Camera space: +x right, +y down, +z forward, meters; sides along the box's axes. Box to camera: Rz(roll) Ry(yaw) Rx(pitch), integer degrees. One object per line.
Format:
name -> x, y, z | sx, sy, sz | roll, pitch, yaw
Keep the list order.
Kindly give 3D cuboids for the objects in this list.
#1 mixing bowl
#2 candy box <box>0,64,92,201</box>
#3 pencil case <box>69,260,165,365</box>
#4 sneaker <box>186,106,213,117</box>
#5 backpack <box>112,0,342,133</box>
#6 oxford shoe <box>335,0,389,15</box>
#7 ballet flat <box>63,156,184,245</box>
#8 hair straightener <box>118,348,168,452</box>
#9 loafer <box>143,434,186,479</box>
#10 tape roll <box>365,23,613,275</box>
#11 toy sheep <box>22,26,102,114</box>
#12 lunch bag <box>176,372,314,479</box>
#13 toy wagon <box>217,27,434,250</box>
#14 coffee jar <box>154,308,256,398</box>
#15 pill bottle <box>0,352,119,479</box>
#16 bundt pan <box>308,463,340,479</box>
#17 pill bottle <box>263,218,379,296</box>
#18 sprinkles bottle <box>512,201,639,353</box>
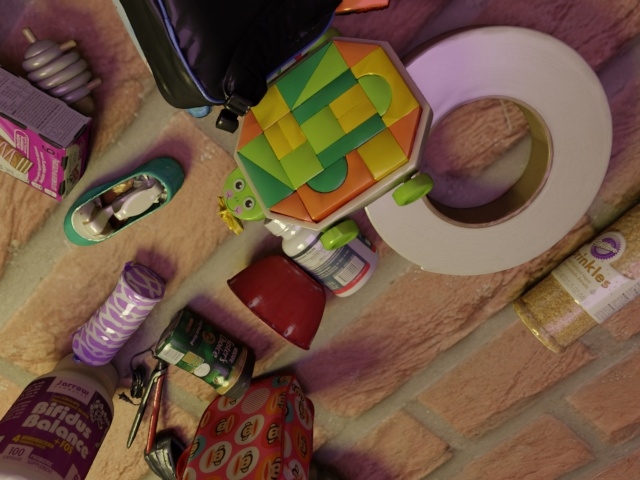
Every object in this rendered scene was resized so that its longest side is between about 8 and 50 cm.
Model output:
mixing bowl -> -0.057, 0.089, 0.823 | 0.181, 0.181, 0.098 | 41, 89, -18
candy box -> -0.458, -0.171, 0.694 | 0.233, 0.071, 0.159 | 31, 145, -13
pencil case -> -0.367, 0.136, 0.880 | 0.088, 0.086, 0.206 | 46, 107, 5
sneaker -> -0.200, -0.252, 0.695 | 0.063, 0.073, 0.162 | -13, 115, 5
backpack -> -0.112, -0.308, 0.580 | 0.263, 0.213, 0.277 | -37, 126, -26
oxford shoe -> 0.138, -0.366, 0.634 | 0.271, 0.097, 0.099 | -8, 110, 3
ballet flat -> -0.331, -0.053, 0.782 | 0.247, 0.087, 0.083 | -29, 113, 13
hair straightener -> -0.363, 0.316, 0.972 | 0.088, 0.047, 0.231 | 13, 108, -6
loafer -> -0.295, 0.513, 1.062 | 0.078, 0.076, 0.223 | -23, 111, 18
tape roll -> 0.245, -0.126, 0.763 | 0.391, 0.072, 0.393 | -1, 115, -1
toy sheep -> -0.372, -0.240, 0.694 | 0.091, 0.091, 0.132 | -22, 119, 10
lunch bag -> -0.148, 0.391, 0.887 | 0.258, 0.293, 0.120 | -22, 113, 14
toy wagon -> -0.017, -0.121, 0.688 | 0.344, 0.068, 0.267 | -33, 77, 14
coffee jar -> -0.207, 0.214, 0.908 | 0.184, 0.096, 0.079 | 38, 113, -18
pill bottle -> -0.468, 0.338, 0.851 | 0.169, 0.302, 0.170 | 0, 117, -1
bundt pan -> -0.060, 0.631, 1.097 | 0.330, 0.124, 0.331 | 0, 115, -1
pill bottle -> 0.000, 0.000, 0.800 | 0.180, 0.108, 0.108 | 41, 109, -18
sprinkles bottle -> 0.501, 0.040, 0.818 | 0.121, 0.121, 0.355 | 38, 110, -17
